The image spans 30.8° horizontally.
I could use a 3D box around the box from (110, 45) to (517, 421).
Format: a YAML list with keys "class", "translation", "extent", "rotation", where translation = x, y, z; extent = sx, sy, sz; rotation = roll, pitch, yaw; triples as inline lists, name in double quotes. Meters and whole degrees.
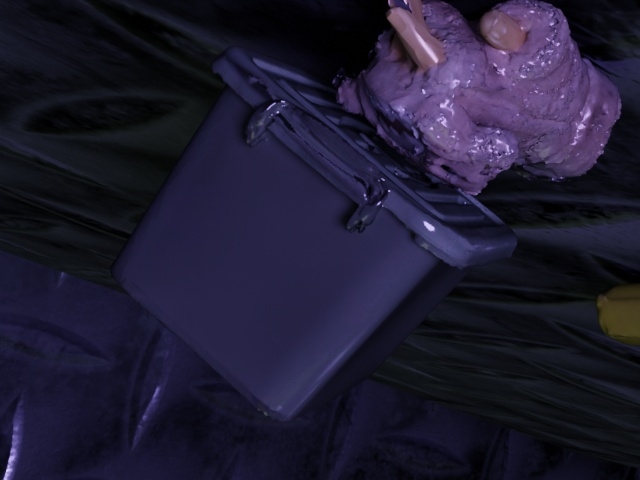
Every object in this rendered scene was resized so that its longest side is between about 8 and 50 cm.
- class: "box"
  translation: [0.000, 0.000, 0.649]
  extent: [0.163, 0.135, 0.243]
  rotation: [41, -169, 11]

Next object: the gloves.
- class: "gloves"
  translation: [0.082, -0.069, 0.579]
  extent: [0.144, 0.094, 0.110]
  rotation: [11, -178, -19]

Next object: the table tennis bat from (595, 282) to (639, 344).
- class: "table tennis bat"
  translation: [0.357, 0.051, 0.880]
  extent: [0.224, 0.054, 0.369]
  rotation: [23, 163, -31]
